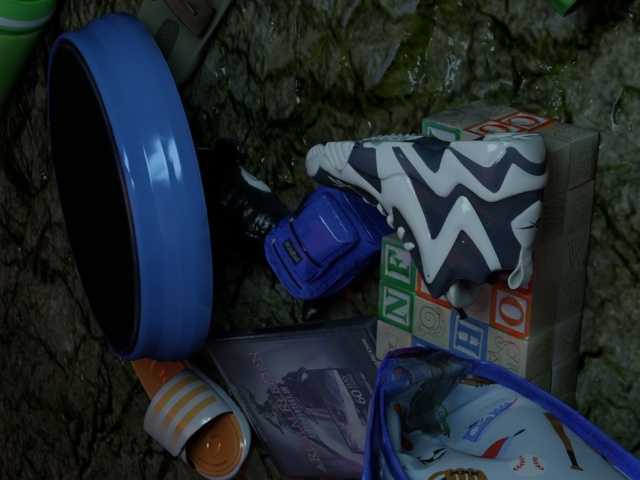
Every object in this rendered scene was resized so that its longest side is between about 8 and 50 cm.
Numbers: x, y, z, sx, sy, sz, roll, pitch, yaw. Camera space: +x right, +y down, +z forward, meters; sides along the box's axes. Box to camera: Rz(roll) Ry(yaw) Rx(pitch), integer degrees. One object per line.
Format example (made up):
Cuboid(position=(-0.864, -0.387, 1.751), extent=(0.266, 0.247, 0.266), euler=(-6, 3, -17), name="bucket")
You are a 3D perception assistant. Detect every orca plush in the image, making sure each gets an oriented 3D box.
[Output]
Cuboid(position=(-0.109, -0.008, 1.411), extent=(0.287, 0.102, 0.151), euler=(47, 135, 21), name="orca plush")

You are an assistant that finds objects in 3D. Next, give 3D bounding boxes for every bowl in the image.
Cuboid(position=(-0.220, -0.052, 1.424), extent=(0.391, 0.077, 0.391), euler=(167, 90, -69), name="bowl")

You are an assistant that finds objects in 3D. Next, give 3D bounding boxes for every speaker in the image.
Cuboid(position=(-0.427, -0.245, 1.623), extent=(0.131, 0.131, 0.296), euler=(56, 137, 12), name="speaker")

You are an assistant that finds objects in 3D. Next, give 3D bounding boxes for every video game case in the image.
Cuboid(position=(0.005, 0.175, 1.395), extent=(0.274, 0.026, 0.196), euler=(-10, 114, 47), name="video game case")

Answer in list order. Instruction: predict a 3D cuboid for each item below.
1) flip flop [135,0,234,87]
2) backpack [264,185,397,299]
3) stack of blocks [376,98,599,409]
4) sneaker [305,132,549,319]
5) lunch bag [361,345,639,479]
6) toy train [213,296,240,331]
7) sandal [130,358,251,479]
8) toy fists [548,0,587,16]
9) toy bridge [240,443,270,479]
Cuboid(position=(-0.154, -0.259, 1.350), extent=(0.112, 0.080, 0.277), euler=(40, 134, 10), name="flip flop")
Cuboid(position=(0.000, 0.000, 1.292), extent=(0.120, 0.101, 0.098), euler=(-40, 70, 32), name="backpack")
Cuboid(position=(0.145, 0.030, 1.171), extent=(0.171, 0.087, 0.297), euler=(22, 122, 39), name="stack of blocks")
Cuboid(position=(0.084, -0.011, 1.077), extent=(0.235, 0.094, 0.153), euler=(2, 99, 36), name="sneaker")
Cuboid(position=(0.141, 0.310, 1.056), extent=(0.385, 0.239, 0.327), euler=(-134, 41, -53), name="lunch bag")
Cuboid(position=(-0.105, 0.106, 1.522), extent=(0.024, 0.017, 0.083), euler=(-24, 89, 59), name="toy train")
Cuboid(position=(-0.184, 0.192, 1.556), extent=(0.265, 0.076, 0.102), euler=(44, 114, 38), name="sandal")
Cuboid(position=(0.220, -0.301, 0.946), extent=(0.142, 0.096, 0.279), euler=(49, 135, 5), name="toy fists")
Cuboid(position=(-0.081, 0.270, 1.544), extent=(0.188, 0.026, 0.063), euler=(41, 157, 38), name="toy bridge")
